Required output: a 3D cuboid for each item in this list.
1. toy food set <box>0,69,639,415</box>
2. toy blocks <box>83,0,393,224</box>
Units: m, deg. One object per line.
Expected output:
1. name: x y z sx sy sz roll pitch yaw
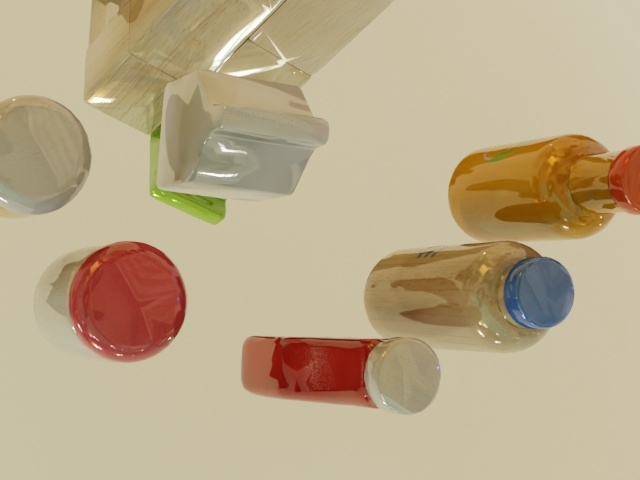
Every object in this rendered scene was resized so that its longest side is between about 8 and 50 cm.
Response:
1. toy food set: 0.000 0.000 0.435 0.232 0.104 0.111 8 -96 -26
2. toy blocks: -0.027 -0.238 0.780 0.191 0.261 0.381 26 -139 -32
